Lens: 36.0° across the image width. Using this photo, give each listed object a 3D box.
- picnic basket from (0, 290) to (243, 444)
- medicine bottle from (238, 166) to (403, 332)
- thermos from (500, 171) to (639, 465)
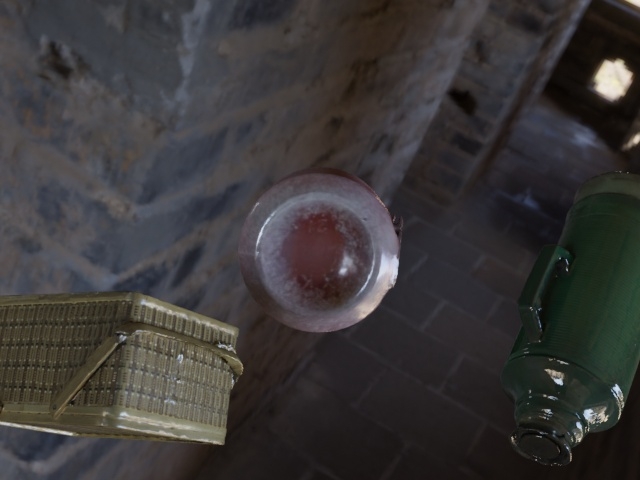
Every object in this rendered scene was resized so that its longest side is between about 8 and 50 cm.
[{"bbox_3d":[-0.144,0.085,0.639,0.164,0.079,0.115,-4,-19,35],"label":"picnic basket"},{"bbox_3d":[0.000,0.000,0.947,0.147,0.147,0.247,24,5,-2],"label":"medicine bottle"},{"bbox_3d":[0.159,0.044,0.580,0.073,0.083,0.187,18,53,19],"label":"thermos"}]
